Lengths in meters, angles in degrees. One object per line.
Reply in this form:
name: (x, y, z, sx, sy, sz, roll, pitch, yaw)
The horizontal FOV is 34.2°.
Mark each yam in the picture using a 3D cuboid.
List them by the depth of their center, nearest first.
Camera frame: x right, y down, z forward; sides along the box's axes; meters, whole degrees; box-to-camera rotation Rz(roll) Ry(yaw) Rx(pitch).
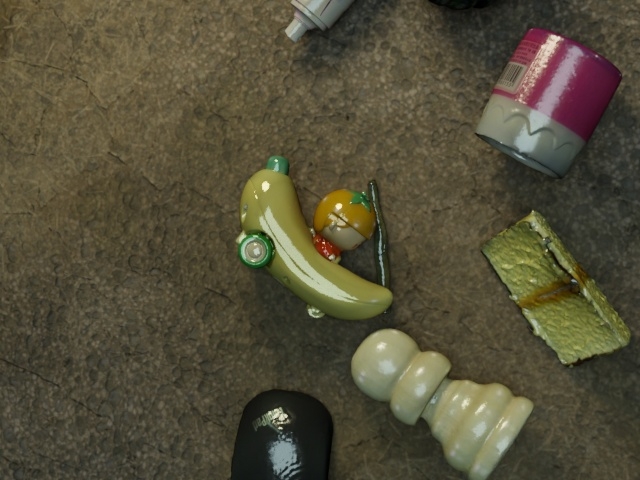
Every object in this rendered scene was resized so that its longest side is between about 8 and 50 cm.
yam: (0.103, 0.011, 1.804, 0.027, 0.029, 0.234, -6, 89, 20)

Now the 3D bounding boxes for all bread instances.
bread: (0.395, 0.077, 1.718, 0.266, 0.142, 0.178, 57, 138, 3)

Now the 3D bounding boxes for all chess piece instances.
chess piece: (0.189, 0.258, 1.736, 0.300, 0.167, 0.167, 34, 95, 11)

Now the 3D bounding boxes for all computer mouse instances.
computer mouse: (-0.069, 0.397, 1.800, 0.170, 0.100, 0.269, 4, 91, 11)

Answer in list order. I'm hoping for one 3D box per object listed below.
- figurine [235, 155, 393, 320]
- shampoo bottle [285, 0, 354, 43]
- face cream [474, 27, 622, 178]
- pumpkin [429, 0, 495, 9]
figurine: (0.000, 0.000, 1.777, 0.324, 0.124, 0.222, 39, 91, 9)
shampoo bottle: (0.044, -0.464, 1.779, 0.092, 0.092, 0.303, 42, 95, 6)
face cream: (0.367, -0.221, 1.688, 0.175, 0.175, 0.195, 30, 96, 8)
pumpkin: (0.242, -0.488, 1.702, 0.220, 0.162, 0.220, -2, 96, -15)
